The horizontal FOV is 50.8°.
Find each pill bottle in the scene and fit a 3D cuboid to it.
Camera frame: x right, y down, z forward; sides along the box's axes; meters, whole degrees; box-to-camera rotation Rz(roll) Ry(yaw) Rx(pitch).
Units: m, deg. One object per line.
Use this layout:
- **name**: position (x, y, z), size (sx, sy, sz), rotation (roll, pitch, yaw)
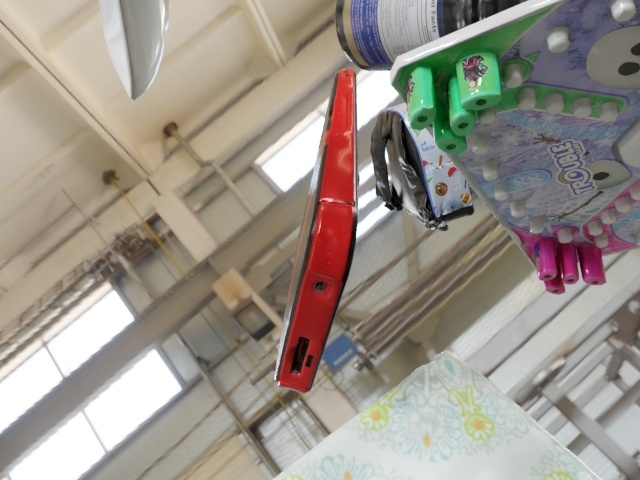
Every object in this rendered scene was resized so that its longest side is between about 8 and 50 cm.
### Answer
- **pill bottle**: position (0.133, -0.244, 0.721), size (0.123, 0.219, 0.122), rotation (-15, -70, -47)

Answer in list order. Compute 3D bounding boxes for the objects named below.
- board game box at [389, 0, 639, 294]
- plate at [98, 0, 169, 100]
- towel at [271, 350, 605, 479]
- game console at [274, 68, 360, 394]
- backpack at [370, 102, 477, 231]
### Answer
- **board game box**: position (0.311, -0.078, 0.526), size (0.390, 0.050, 0.390), rotation (-17, -32, 27)
- **plate**: position (-0.165, -0.278, 0.534), size (0.045, 0.278, 0.277), rotation (-10, -62, -17)
- **towel**: position (0.153, 0.343, 0.880), size (0.374, 0.320, 0.090), rotation (-30, -37, -23)
- **game console**: position (0.000, 0.000, 0.975), size (0.060, 0.342, 0.386), rotation (12, -42, -4)
- **backpack**: position (0.237, -0.183, 1.478), size (0.213, 0.276, 0.263), rotation (-28, -69, -11)
